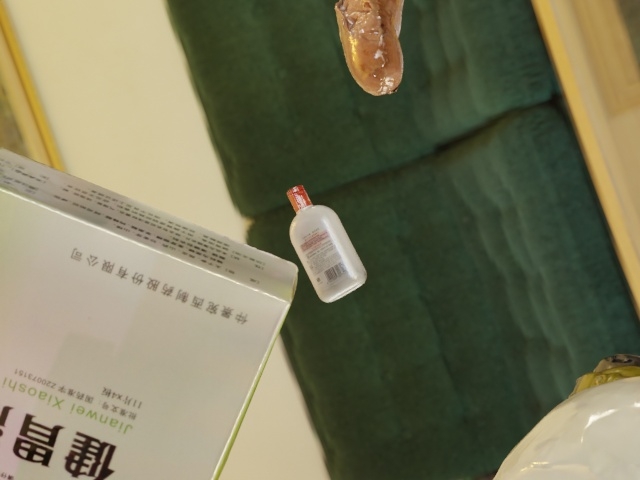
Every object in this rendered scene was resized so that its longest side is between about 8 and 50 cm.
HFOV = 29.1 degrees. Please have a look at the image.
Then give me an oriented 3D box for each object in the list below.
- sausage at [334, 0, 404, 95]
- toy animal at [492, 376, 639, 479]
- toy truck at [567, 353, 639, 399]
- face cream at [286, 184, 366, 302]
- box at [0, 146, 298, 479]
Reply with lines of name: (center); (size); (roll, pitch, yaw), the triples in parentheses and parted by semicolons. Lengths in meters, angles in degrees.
sausage: (0.063, -0.262, 1.240); (0.078, 0.078, 0.304); (83, -165, -52)
toy animal: (0.274, 0.132, 0.796); (0.196, 0.368, 0.241); (39, 126, 28)
toy truck: (0.314, 0.180, 0.991); (0.224, 0.147, 0.165); (30, 150, -12)
face cream: (0.000, 0.000, 0.866); (0.021, 0.040, 0.083); (-3, -116, -64)
box: (-0.164, 0.051, 0.688); (0.062, 0.260, 0.175); (-84, 16, -71)
